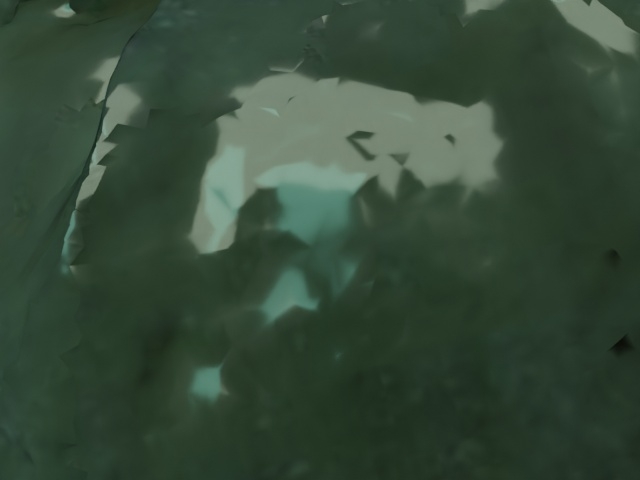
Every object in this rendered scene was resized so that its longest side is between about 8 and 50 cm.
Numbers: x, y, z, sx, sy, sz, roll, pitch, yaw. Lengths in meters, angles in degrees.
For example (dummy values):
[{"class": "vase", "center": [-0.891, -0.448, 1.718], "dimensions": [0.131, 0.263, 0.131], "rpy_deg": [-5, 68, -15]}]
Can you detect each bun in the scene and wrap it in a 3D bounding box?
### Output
[{"class": "bun", "center": [0.000, 0.000, 0.512], "dimensions": [0.361, 0.211, 0.362], "rpy_deg": [-19, 25, 9]}]
